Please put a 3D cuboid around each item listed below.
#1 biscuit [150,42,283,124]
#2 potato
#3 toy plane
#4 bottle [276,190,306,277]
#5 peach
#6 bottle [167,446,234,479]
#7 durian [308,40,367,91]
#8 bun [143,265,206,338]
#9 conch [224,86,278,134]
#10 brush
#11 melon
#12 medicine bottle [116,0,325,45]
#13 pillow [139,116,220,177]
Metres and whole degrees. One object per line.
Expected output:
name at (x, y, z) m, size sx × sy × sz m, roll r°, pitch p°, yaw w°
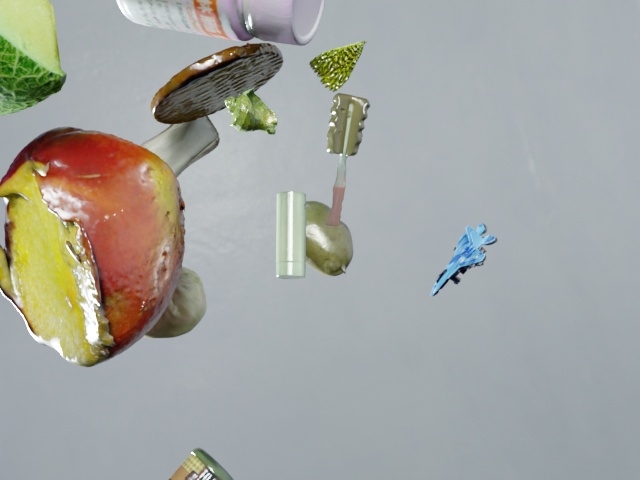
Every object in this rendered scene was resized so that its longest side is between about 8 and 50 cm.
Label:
biscuit at (-0.228, -0.345, 1.637) m, size 0.318 × 0.318 × 0.040 m, roll 129°, pitch 116°, yaw -82°
potato at (0.000, 0.000, 2.161) m, size 0.251 × 0.174 × 0.159 m, roll 50°, pitch 176°, yaw 16°
toy plane at (0.395, 0.066, 2.088) m, size 0.246 × 0.078 × 0.169 m, roll -60°, pitch 20°, yaw 15°
bottle at (-0.069, -0.012, 1.755) m, size 0.072 × 0.072 × 0.201 m, roll 117°, pitch 153°, yaw -80°
peach at (-0.412, 0.015, 1.348) m, size 0.339 × 0.353 × 0.416 m, roll -8°, pitch 64°, yaw 48°
bottle at (-0.320, 0.581, 1.599) m, size 0.156 × 0.271 × 0.143 m, roll 26°, pitch 152°, yaw 42°
durian at (0.036, -0.385, 1.641) m, size 0.086 × 0.100 × 0.215 m, roll 53°, pitch 162°, yaw -11°
bun at (-0.367, 0.136, 1.735) m, size 0.127 × 0.193 × 0.178 m, roll 84°, pitch 169°, yaw -48°
conch at (-0.131, -0.247, 1.423) m, size 0.074 × 0.121 × 0.089 m, roll 1°, pitch 71°, yaw 59°
brush at (0.047, -0.173, 1.651) m, size 0.071 × 0.084 × 0.300 m, roll -66°, pitch -14°, yaw -71°
melon at (-0.573, -0.333, 1.164) m, size 0.331 × 0.344 × 0.226 m, roll 44°, pitch -136°, yaw -26°
medicine bottle at (-0.198, -0.515, 1.485) m, size 0.219 × 0.389 × 0.219 m, roll 14°, pitch -90°, yaw -75°
pillow at (-0.342, -0.222, 1.778) m, size 0.038 × 0.232 × 0.130 m, roll 11°, pitch 140°, yaw 47°
